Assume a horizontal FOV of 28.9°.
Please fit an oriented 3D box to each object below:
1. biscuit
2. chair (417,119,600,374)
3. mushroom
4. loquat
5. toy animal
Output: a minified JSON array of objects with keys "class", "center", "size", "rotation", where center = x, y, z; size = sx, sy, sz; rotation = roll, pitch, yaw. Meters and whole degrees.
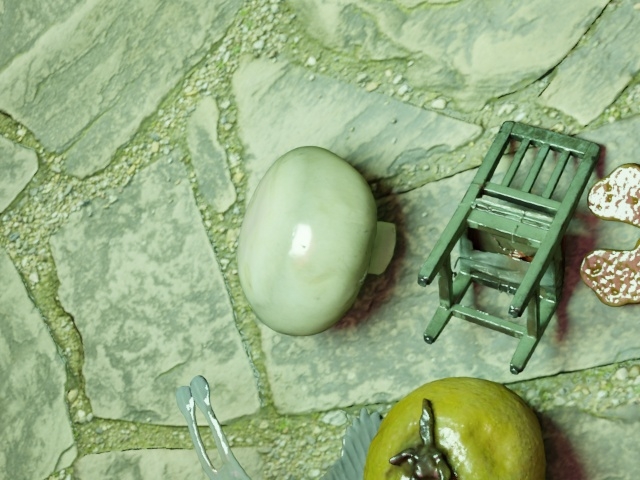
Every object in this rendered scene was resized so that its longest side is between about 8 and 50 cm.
[{"class":"biscuit","center":[0.452,0.004,1.444],"size":[0.295,0.044,0.186],"rotation":[10,101,27]},{"class":"chair","center":[0.235,0.007,1.520],"size":[0.136,0.147,0.270],"rotation":[17,57,23]},{"class":"mushroom","center":[0.000,0.000,1.594],"size":[0.246,0.202,0.246],"rotation":[-175,90,-69]},{"class":"loquat","center":[0.161,0.277,1.494],"size":[0.243,0.244,0.244],"rotation":[1,93,27]},{"class":"toy animal","center":[-0.041,0.338,1.540],"size":[0.225,0.284,0.302],"rotation":[-37,45,21]}]
